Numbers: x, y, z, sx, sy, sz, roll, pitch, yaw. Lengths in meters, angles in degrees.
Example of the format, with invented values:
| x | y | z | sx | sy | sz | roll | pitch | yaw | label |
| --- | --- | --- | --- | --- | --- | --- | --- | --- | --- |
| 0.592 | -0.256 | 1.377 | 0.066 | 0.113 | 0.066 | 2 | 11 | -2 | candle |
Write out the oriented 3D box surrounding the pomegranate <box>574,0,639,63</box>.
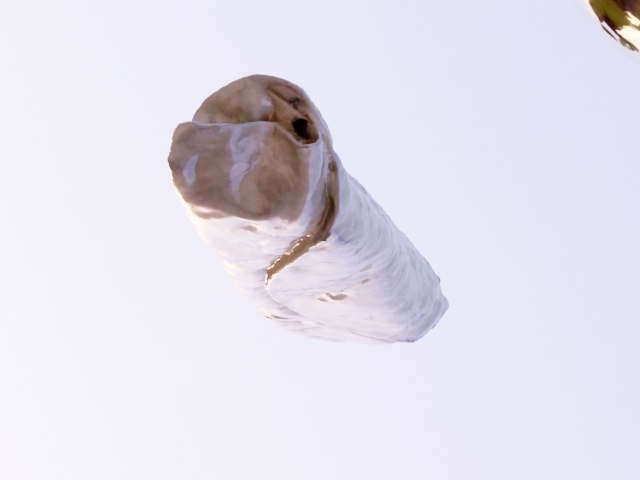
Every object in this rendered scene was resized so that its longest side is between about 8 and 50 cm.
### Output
| x | y | z | sx | sy | sz | roll | pitch | yaw | label |
| --- | --- | --- | --- | --- | --- | --- | --- | --- | --- |
| 0.182 | -0.157 | 0.599 | 0.246 | 0.198 | 0.198 | -56 | -134 | 6 | pomegranate |

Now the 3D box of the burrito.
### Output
| x | y | z | sx | sy | sz | roll | pitch | yaw | label |
| --- | --- | --- | --- | --- | --- | --- | --- | --- | --- |
| 0.000 | 0.000 | 0.752 | 0.275 | 0.082 | 0.059 | 56 | 25 | -72 | burrito |
